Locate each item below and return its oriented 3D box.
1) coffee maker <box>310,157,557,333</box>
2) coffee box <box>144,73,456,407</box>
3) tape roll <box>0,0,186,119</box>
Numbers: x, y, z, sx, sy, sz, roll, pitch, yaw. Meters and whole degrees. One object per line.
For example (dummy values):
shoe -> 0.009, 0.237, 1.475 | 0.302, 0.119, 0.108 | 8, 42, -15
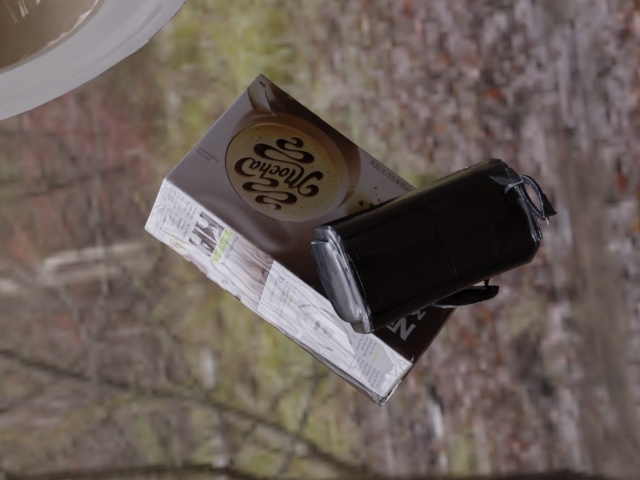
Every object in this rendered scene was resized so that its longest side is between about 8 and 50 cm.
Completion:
coffee maker -> 0.092, -0.002, 1.508 | 0.120, 0.178, 0.171 | 62, 164, 17
coffee box -> 0.000, 0.000, 1.672 | 0.168, 0.297, 0.119 | -50, -5, -31
tape roll -> -0.209, -0.167, 0.978 | 0.286, 0.286, 0.100 | 102, 145, -72
